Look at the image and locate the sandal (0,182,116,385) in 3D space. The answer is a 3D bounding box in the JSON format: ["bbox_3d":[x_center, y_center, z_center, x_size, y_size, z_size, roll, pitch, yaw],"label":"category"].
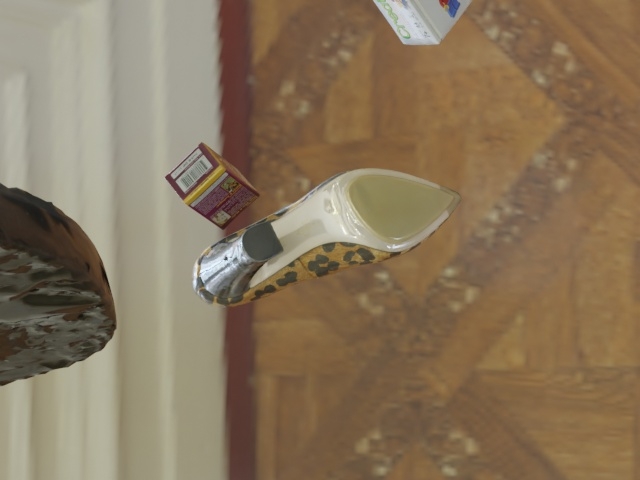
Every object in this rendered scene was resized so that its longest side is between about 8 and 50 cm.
[{"bbox_3d":[-0.200,0.047,0.468,0.167,0.446,0.107,-22,77,23],"label":"sandal"}]

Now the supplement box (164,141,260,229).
[{"bbox_3d":[-0.107,-0.054,1.882,0.055,0.083,0.043,-43,58,5],"label":"supplement box"}]

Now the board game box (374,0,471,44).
[{"bbox_3d":[0.115,-0.335,1.556,0.053,0.193,0.305,5,51,49],"label":"board game box"}]

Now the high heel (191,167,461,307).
[{"bbox_3d":[0.000,0.000,1.901,0.186,0.261,0.093,-36,70,62],"label":"high heel"}]
